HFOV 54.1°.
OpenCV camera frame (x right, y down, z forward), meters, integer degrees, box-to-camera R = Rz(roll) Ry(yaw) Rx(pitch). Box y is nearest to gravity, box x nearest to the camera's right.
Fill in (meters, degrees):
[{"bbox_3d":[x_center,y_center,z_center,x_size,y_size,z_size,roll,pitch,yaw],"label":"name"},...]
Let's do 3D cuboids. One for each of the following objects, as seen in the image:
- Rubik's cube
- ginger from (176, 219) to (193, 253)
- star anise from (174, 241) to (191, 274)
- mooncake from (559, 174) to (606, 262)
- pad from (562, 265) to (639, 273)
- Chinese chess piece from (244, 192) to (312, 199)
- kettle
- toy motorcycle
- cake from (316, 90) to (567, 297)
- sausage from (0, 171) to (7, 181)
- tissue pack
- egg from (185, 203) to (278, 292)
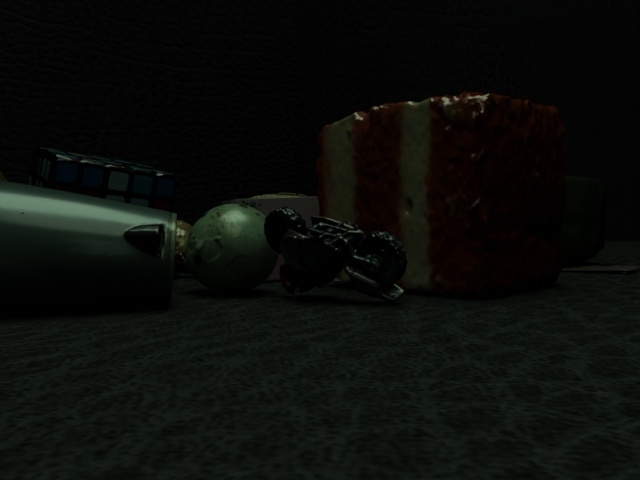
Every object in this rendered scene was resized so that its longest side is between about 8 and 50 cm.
[{"bbox_3d":[-0.343,-0.035,0.958,0.184,0.187,0.182,5,9,-31],"label":"Rubik's cube"},{"bbox_3d":[-0.288,0.012,1.396,0.115,0.122,0.193,-21,-10,17],"label":"ginger"},{"bbox_3d":[-0.293,0.038,1.222,0.097,0.070,0.191,-6,2,-44],"label":"star anise"},{"bbox_3d":[0.432,-0.041,1.368,0.356,0.194,0.356,3,2,0],"label":"mooncake"},{"bbox_3d":[0.494,0.054,1.182,0.188,0.006,0.113,-2,2,39],"label":"pad"},{"bbox_3d":[-0.123,-0.034,1.594,0.270,0.112,0.270,-3,21,1],"label":"Chinese chess piece"},{"bbox_3d":[-0.302,0.027,0.775,0.243,0.160,0.210,5,-29,-15],"label":"kettle"},{"bbox_3d":[0.013,0.031,0.795,0.213,0.122,0.082,15,35,35],"label":"toy motorcycle"},{"bbox_3d":[0.179,-0.066,0.950,0.270,0.269,0.319,-3,4,-44],"label":"cake"},{"bbox_3d":[-0.653,-0.029,0.954,0.287,0.233,0.233,-1,1,27],"label":"sausage"},{"bbox_3d":[-0.046,-0.003,1.126,0.246,0.148,0.092,-4,4,-25],"label":"tissue pack"},{"bbox_3d":[-0.136,0.014,0.906,0.164,0.131,0.131,-17,-9,40],"label":"egg"}]
